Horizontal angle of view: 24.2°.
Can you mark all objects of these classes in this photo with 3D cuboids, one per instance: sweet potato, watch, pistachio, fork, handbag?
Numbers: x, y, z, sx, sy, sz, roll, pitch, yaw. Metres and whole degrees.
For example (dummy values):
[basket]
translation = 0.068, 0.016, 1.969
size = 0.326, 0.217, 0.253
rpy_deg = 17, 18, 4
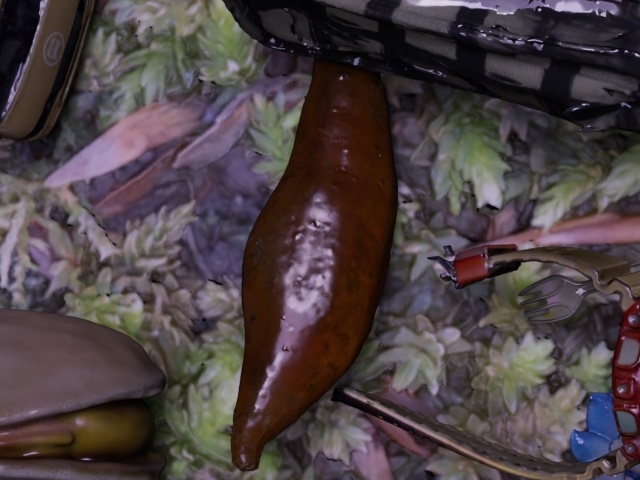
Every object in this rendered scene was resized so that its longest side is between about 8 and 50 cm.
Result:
[sweet potato]
translation = 0.000, 0.005, 1.124
size = 0.112, 0.112, 0.359
rpy_deg = 14, 71, 12
[watch]
translation = 0.135, 0.080, 1.064
size = 0.268, 0.102, 0.165
rpy_deg = 14, 102, 33
[pistachio]
translation = -0.260, 0.135, 1.125
size = 0.288, 0.197, 0.166
rpy_deg = -5, 90, 0
[fork]
translation = 0.218, 0.026, 1.056
size = 0.219, 0.028, 0.034
rpy_deg = -22, 79, 46
[handbag]
translation = 0.132, -0.259, 1.054
size = 0.327, 0.162, 0.325
rpy_deg = 20, 81, 18

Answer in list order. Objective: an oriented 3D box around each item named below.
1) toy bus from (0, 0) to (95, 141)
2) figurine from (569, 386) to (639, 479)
[toy bus]
translation = -0.374, -0.201, 1.161
size = 0.365, 0.202, 0.177
rpy_deg = 17, 90, 11
[figurine]
translation = 0.239, 0.140, 1.084
size = 0.114, 0.079, 0.114
rpy_deg = 0, 89, 18
